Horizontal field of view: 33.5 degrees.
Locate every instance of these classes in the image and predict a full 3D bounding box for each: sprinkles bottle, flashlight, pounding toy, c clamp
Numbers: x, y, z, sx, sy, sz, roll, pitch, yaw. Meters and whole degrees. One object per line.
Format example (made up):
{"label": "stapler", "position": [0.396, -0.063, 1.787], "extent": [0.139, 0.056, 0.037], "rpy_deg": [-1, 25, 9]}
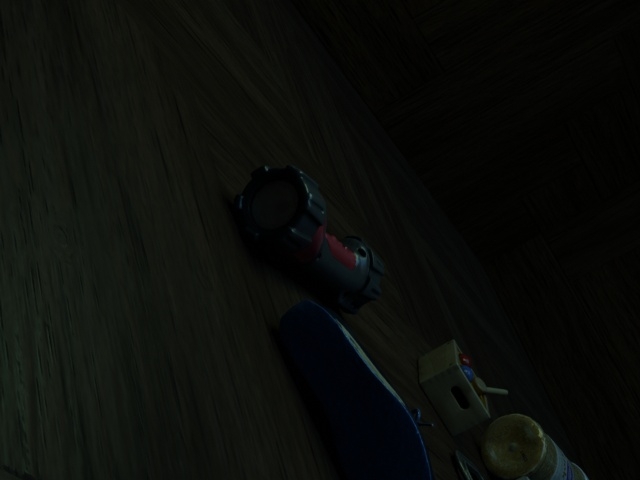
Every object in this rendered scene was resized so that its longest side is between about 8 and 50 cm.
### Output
{"label": "sprinkles bottle", "position": [0.407, 0.431, 1.977], "extent": [0.355, 0.121, 0.121], "rpy_deg": [44, 19, -52]}
{"label": "flashlight", "position": [0.000, 0.000, 1.335], "extent": [0.103, 0.103, 0.304], "rpy_deg": [62, 12, 26]}
{"label": "pounding toy", "position": [0.239, 0.244, 1.761], "extent": [0.141, 0.100, 0.130], "rpy_deg": [58, 12, -11]}
{"label": "c clamp", "position": [0.253, 0.394, 1.647], "extent": [0.160, 0.022, 0.137], "rpy_deg": [48, 17, -48]}

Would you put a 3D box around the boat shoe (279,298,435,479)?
{"label": "boat shoe", "position": [0.052, 0.174, 1.118], "extent": [0.258, 0.109, 0.089], "rpy_deg": [66, 9, 17]}

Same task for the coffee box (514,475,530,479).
{"label": "coffee box", "position": [0.334, 0.482, 1.579], "extent": [0.246, 0.098, 0.141], "rpy_deg": [52, 14, -36]}
